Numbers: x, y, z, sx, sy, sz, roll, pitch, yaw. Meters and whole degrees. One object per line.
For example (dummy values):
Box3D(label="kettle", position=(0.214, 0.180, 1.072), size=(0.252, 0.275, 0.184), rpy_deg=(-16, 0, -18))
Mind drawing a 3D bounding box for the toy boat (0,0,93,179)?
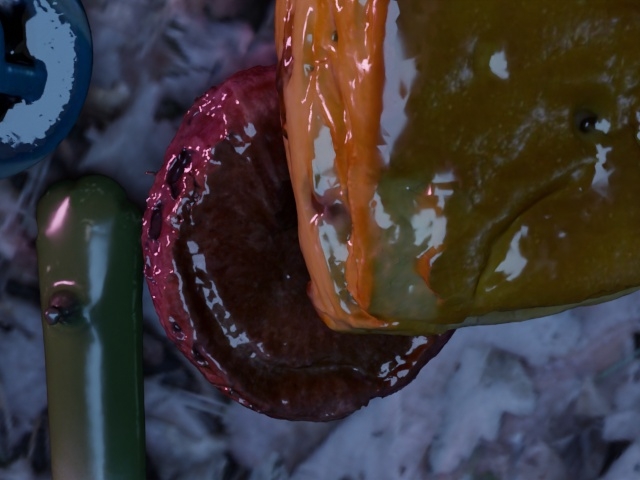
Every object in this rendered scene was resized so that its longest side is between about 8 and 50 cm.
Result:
Box3D(label="toy boat", position=(-0.247, -0.103, 0.619), size=(0.299, 0.092, 0.134), rpy_deg=(16, 103, -13))

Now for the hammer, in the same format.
Box3D(label="hammer", position=(-0.108, 0.133, 0.720), size=(0.206, 0.119, 0.336), rpy_deg=(-3, 104, -9))

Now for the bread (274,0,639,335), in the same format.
Box3D(label="bread", position=(0.085, -0.079, 0.636), size=(0.210, 0.099, 0.235), rpy_deg=(-11, 101, -21))

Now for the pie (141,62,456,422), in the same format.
Box3D(label="pie", position=(0.000, 0.000, 0.696), size=(0.182, 0.049, 0.182), rpy_deg=(-4, 101, -20))
